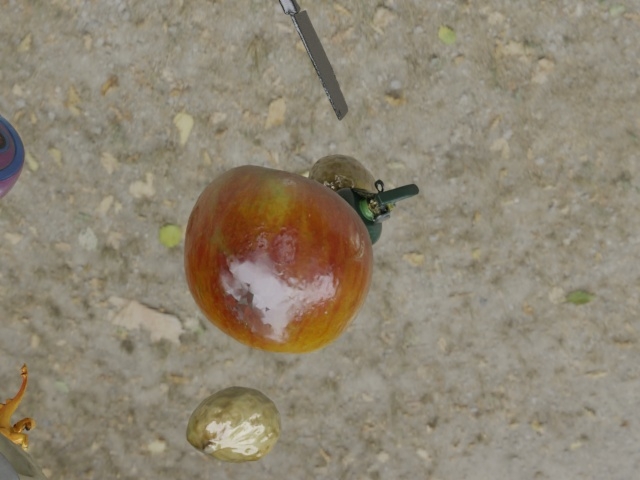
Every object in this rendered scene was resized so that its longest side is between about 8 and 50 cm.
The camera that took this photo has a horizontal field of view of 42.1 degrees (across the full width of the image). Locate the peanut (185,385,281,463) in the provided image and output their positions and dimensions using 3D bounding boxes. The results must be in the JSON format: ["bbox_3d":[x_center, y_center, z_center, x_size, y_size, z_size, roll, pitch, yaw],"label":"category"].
[{"bbox_3d":[-0.141,0.311,1.397,0.159,0.109,0.140,21,134,-32],"label":"peanut"}]

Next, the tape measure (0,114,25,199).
[{"bbox_3d":[-0.714,-0.176,1.634,0.232,0.245,0.149,-1,152,-49],"label":"tape measure"}]

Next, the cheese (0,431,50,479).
[{"bbox_3d":[-0.545,0.314,1.143,0.153,0.292,0.332,-55,140,-10],"label":"cheese"}]

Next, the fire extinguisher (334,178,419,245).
[{"bbox_3d":[0.000,0.000,1.215,0.311,0.095,0.114,-33,163,35],"label":"fire extinguisher"}]

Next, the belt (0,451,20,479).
[{"bbox_3d":[-0.465,0.223,0.854,0.217,0.122,0.338,-29,103,22],"label":"belt"}]

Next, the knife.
[{"bbox_3d":[-0.019,-0.277,1.105,0.019,0.072,0.245,-20,107,20],"label":"knife"}]

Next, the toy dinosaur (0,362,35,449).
[{"bbox_3d":[-0.563,0.357,1.455,0.117,0.288,0.070,-8,157,-4],"label":"toy dinosaur"}]

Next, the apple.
[{"bbox_3d":[-0.045,0.018,0.826,0.195,0.160,0.173,16,95,7],"label":"apple"}]

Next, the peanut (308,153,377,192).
[{"bbox_3d":[0.036,-0.087,1.333,0.108,0.226,0.095,35,96,11],"label":"peanut"}]
